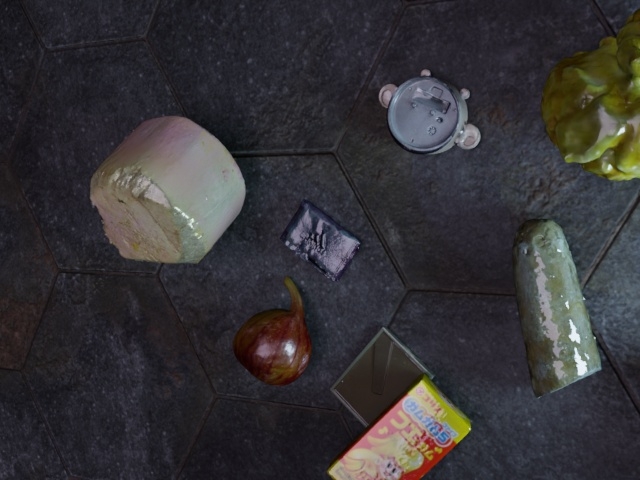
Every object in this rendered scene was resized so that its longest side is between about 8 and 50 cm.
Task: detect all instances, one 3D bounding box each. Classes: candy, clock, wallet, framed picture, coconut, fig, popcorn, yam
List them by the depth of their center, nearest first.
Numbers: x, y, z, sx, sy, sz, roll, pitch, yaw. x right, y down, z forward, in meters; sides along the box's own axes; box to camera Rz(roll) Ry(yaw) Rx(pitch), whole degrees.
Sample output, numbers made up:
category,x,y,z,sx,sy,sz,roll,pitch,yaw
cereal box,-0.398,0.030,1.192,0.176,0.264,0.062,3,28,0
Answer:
category,x,y,z,sx,sy,sz,roll,pitch,yaw
popcorn,0.505,-0.228,1.250,0.277,0.225,0.276,5,102,25
yam,0.426,0.121,1.394,0.133,0.133,0.330,-11,87,28
clock,0.208,-0.246,1.493,0.229,0.063,0.155,33,110,19
candy,0.158,0.414,1.533,0.276,0.088,0.146,-44,83,7
framed picture,0.128,0.303,1.624,0.150,0.015,0.203,44,113,16
wallet,0.000,0.000,1.647,0.166,0.030,0.111,38,107,17
coconut,-0.317,-0.113,1.650,0.298,0.309,0.297,16,133,18
fig,-0.084,0.205,1.651,0.175,0.175,0.207,39,92,18
